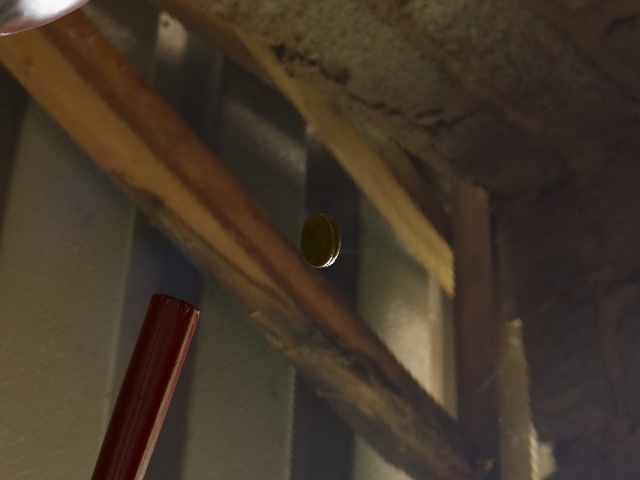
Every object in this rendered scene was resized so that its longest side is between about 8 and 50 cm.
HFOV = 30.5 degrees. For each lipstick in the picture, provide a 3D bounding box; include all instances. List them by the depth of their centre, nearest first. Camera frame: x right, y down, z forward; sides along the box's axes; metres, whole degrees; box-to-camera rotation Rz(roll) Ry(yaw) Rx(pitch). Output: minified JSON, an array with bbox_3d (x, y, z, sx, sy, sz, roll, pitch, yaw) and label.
[{"bbox_3d":[-0.232,0.207,1.543,0.073,0.073,0.280,31,-112,-36],"label":"lipstick"}]

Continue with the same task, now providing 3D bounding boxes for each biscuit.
[{"bbox_3d":[0.000,0.000,1.792,0.023,0.084,0.084,0,-114,-38],"label":"biscuit"}]

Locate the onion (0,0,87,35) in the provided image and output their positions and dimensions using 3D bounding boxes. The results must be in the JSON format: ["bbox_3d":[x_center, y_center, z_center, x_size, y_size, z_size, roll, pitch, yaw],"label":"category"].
[{"bbox_3d":[-0.325,-0.375,1.203,0.353,0.353,0.354,30,-135,-36],"label":"onion"}]
